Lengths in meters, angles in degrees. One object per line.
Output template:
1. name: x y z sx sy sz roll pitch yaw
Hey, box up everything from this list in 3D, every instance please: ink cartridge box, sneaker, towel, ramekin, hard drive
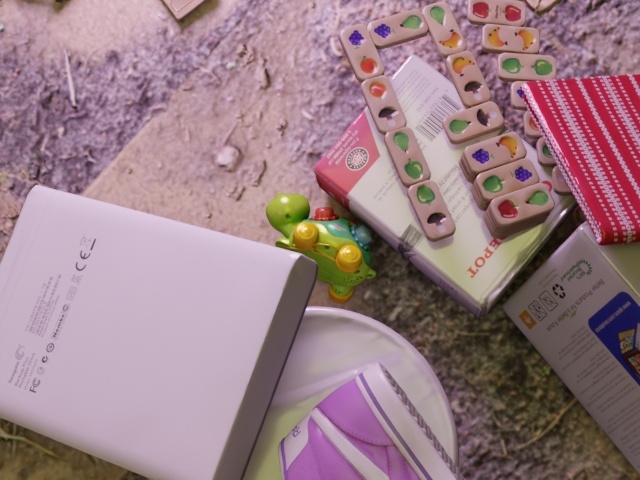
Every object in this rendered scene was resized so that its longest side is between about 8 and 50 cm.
1. ink cartridge box: 0.335 0.155 1.442 0.069 0.176 0.371 -30 77 -31
2. sneaker: 0.069 0.265 1.364 0.161 0.102 0.282 -37 70 2
3. towel: 0.340 -0.082 1.464 0.274 0.031 0.199 -6 52 -23
4. ink cartridge box: 0.127 -0.051 1.536 0.218 0.092 0.158 40 85 11
5. ramekin: -0.001 0.204 1.488 0.272 0.127 0.273 -1 81 5
6. hard drive: -0.185 0.089 1.476 0.353 0.047 0.233 14 80 37

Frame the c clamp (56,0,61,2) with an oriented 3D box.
1. c clamp: -0.324 -0.291 1.649 0.160 0.022 0.137 6 76 7

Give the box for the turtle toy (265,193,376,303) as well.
1. turtle toy: 0.000 0.000 1.545 0.130 0.095 0.066 29 63 8

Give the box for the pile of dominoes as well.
1. pile of dominoes: 0.153 -0.128 1.483 0.196 0.040 0.251 -19 73 -13

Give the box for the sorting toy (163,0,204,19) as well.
1. sorting toy: -0.132 -0.278 1.633 0.083 0.012 0.062 -37 75 1
